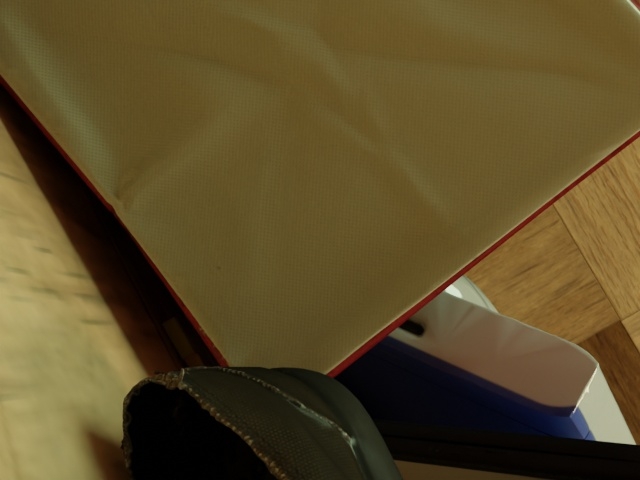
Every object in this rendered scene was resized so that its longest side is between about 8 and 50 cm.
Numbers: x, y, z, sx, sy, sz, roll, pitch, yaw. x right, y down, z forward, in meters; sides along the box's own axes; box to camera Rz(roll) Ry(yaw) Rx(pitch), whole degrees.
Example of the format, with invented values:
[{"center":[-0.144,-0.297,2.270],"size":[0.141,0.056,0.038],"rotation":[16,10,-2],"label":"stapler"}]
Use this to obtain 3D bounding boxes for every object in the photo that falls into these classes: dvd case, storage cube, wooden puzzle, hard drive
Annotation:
[{"center":[0.121,0.173,0.637],"size":[0.253,0.180,0.022],"rotation":[56,47,-38],"label":"dvd case"},{"center":[0.009,-0.064,0.506],"size":[0.184,0.215,0.193],"rotation":[52,6,3],"label":"storage cube"},{"center":[-0.030,0.063,0.528],"size":[0.079,0.014,0.116],"rotation":[61,5,11],"label":"wooden puzzle"},{"center":[0.098,0.114,0.755],"size":[0.210,0.040,0.319],"rotation":[22,-19,34],"label":"hard drive"}]

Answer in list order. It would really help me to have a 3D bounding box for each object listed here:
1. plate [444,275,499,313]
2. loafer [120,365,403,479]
[{"center":[0.115,0.110,1.004],"size":[0.278,0.045,0.277],"rotation":[57,-13,-14],"label":"plate"},{"center":[0.000,0.112,0.302],"size":[0.078,0.080,0.220],"rotation":[24,20,-41],"label":"loafer"}]
